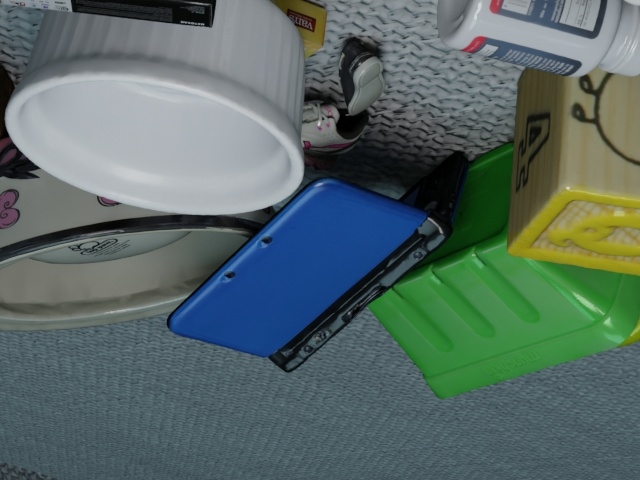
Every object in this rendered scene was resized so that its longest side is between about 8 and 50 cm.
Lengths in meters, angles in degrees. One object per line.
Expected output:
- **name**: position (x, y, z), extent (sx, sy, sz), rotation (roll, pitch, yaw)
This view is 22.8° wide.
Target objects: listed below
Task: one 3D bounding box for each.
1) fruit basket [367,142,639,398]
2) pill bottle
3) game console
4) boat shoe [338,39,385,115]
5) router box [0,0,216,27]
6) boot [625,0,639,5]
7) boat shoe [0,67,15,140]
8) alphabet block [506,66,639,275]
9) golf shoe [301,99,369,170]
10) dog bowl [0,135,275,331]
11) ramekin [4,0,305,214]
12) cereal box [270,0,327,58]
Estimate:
- **fruit basket**: position (0.294, 0.050, 1.867), extent (0.392, 0.283, 0.392), rotation (18, 151, 10)
- **pill bottle**: position (0.203, -0.202, 1.393), extent (0.180, 0.108, 0.108), rotation (12, 159, -16)
- **game console**: position (0.000, 0.000, 1.787), extent (0.173, 0.250, 0.293), rotation (40, 124, -13)
- **boat shoe**: position (0.038, -0.167, 1.631), extent (0.046, 0.038, 0.125), rotation (-36, 166, -7)
- **router box**: position (-0.170, -0.253, 1.318), extent (0.179, 0.133, 0.046), rotation (7, 159, -2)
- **boot**: position (0.321, -0.254, 1.289), extent (0.190, 0.069, 0.086), rotation (-16, 134, 22)
- **boat shoe**: position (-0.388, -0.165, 1.652), extent (0.089, 0.105, 0.285), rotation (2, 160, 3)
- **alphabet block**: position (0.297, -0.091, 1.535), extent (0.192, 0.197, 0.193), rotation (7, 159, -6)
- **golf shoe**: position (-0.026, -0.125, 1.695), extent (0.086, 0.067, 0.186), rotation (-41, 157, 30)
- **dog bowl**: position (-0.247, -0.019, 1.817), extent (0.408, 0.150, 0.408), rotation (-10, 166, -3)
- **ramekin**: position (-0.143, -0.141, 1.474), extent (0.277, 0.135, 0.277), rotation (7, 158, 3)
- **cereal box**: position (-0.126, -0.195, 1.584), extent (0.173, 0.047, 0.240), rotation (17, 157, -27)
